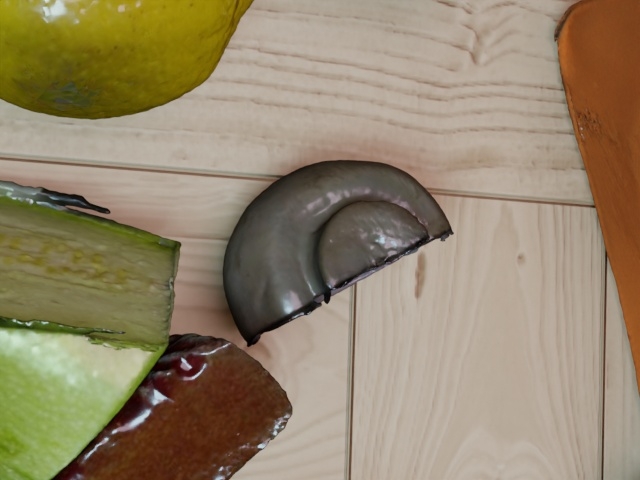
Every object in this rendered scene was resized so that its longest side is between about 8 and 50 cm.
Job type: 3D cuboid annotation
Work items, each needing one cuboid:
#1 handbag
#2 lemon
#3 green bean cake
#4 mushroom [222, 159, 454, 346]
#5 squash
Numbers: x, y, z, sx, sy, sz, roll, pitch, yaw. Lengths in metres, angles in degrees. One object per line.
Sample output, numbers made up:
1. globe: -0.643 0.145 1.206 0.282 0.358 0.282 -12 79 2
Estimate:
1. handbag: 0.342 -0.033 1.155 0.116 0.303 0.410 -15 93 -18
2. lemon: -0.170 -0.187 0.995 0.260 0.204 0.204 5 85 -20
3. green bean cake: -0.146 0.166 0.990 0.097 0.198 0.232 47 75 -13
4. mushroom: 0.000 0.000 1.098 0.188 0.141 0.117 -32 78 -24
5. squash: -0.278 0.009 0.932 0.309 0.233 0.210 41 106 -16
